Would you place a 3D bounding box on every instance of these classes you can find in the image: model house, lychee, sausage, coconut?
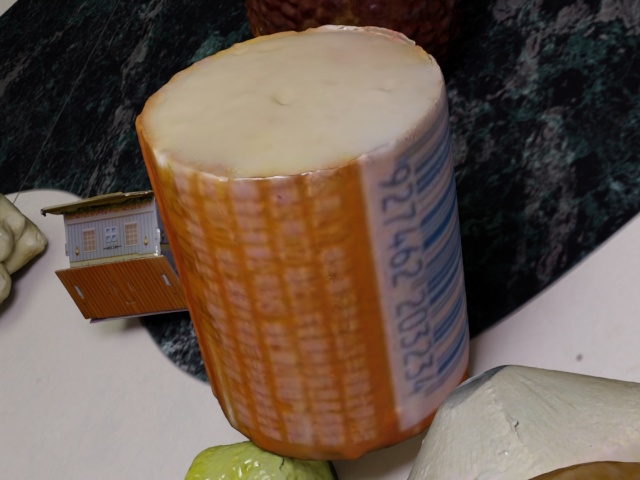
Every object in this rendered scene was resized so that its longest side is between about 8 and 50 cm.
[{"bbox_3d":[-0.169,0.016,1.314,0.219,0.207,0.135,-7,88,29],"label":"model house"},{"bbox_3d":[0.042,-0.277,1.252,0.261,0.260,0.260,-26,41,25],"label":"lychee"},{"bbox_3d":[0.000,0.000,0.955,0.233,0.287,0.233,-7,39,6],"label":"sausage"},{"bbox_3d":[0.150,0.188,0.712,0.239,0.239,0.244,-35,72,15],"label":"coconut"}]

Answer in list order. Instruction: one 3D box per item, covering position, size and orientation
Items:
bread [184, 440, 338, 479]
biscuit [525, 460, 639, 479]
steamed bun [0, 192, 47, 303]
[{"bbox_3d":[-0.054,0.224,1.008,0.114,0.111,0.129,-19,49,21],"label":"bread"},{"bbox_3d":[0.188,0.279,0.531,0.350,0.394,0.070,-45,-7,-17],"label":"biscuit"},{"bbox_3d":[-0.436,0.026,1.565,0.192,0.106,0.177,-12,52,49],"label":"steamed bun"}]
